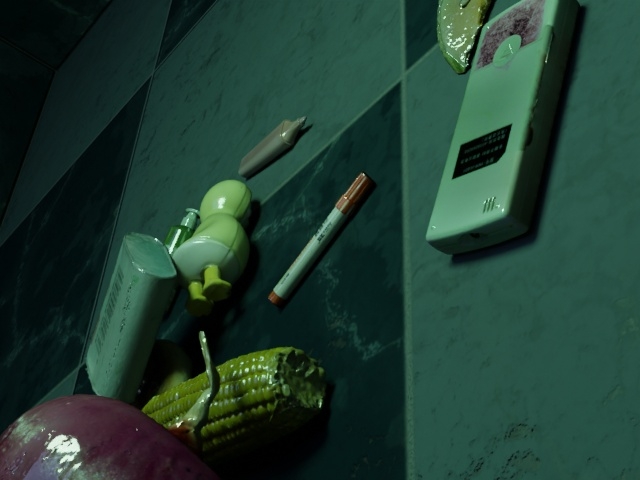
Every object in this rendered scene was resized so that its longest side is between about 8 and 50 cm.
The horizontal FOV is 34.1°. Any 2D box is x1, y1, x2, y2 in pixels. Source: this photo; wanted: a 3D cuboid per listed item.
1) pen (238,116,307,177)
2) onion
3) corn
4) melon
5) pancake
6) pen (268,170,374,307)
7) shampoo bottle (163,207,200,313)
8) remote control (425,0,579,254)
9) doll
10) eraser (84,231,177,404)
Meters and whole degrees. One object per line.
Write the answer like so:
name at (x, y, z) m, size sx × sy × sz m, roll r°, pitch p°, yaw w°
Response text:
pen at (-0.082, -0.170, 1.847) m, size 0.197 × 0.032 × 0.053 m, roll -33°, pitch 35°, yaw 47°
onion at (-0.205, 0.318, 1.193) m, size 0.345 × 0.358 × 0.358 m, roll -38°, pitch 28°, yaw 3°
corn at (-0.129, 0.230, 1.400) m, size 0.344 × 0.131 × 0.131 m, roll -31°, pitch 37°, yaw 43°
melon at (0.204, -0.317, 1.489) m, size 0.098 × 0.054 × 0.182 m, roll 8°, pitch 69°, yaw 46°
pancake at (-0.331, 0.344, 1.702) m, size 0.382 × 0.071 × 0.382 m, roll -41°, pitch 30°, yaw 31°
pen at (0.000, 0.000, 1.523) m, size 0.239 × 0.028 × 0.028 m, roll -53°, pitch 26°, yaw 14°
shampoo bottle at (-0.270, 0.034, 1.936) m, size 0.065 × 0.065 × 0.205 m, roll -10°, pitch 54°, yaw 58°
remote control at (0.222, -0.149, 1.256) m, size 0.145 × 0.050 × 0.344 m, roll -19°, pitch 46°, yaw 53°
doll at (-0.165, -0.004, 1.743) m, size 0.141 × 0.117 × 0.296 m, roll -46°, pitch 14°, yaw 38°
eraser at (-0.304, 0.123, 1.667) m, size 0.227 × 0.081 × 0.174 m, roll -68°, pitch 27°, yaw 16°
